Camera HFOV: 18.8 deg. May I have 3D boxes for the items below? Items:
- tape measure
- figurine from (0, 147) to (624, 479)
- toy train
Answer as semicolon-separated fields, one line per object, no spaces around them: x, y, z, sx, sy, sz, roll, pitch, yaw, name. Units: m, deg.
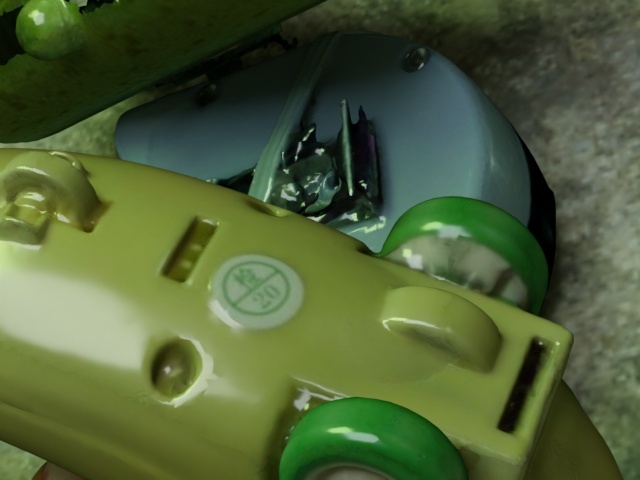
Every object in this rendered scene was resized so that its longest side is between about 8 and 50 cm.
0.004;-0.001;0.811;0.181;0.107;0.182;-26;48;19;tape measure
-0.041;0.075;0.691;0.324;0.222;0.124;20;47;8;figurine
-0.060;-0.135;0.829;0.307;0.189;0.126;-17;91;52;toy train
